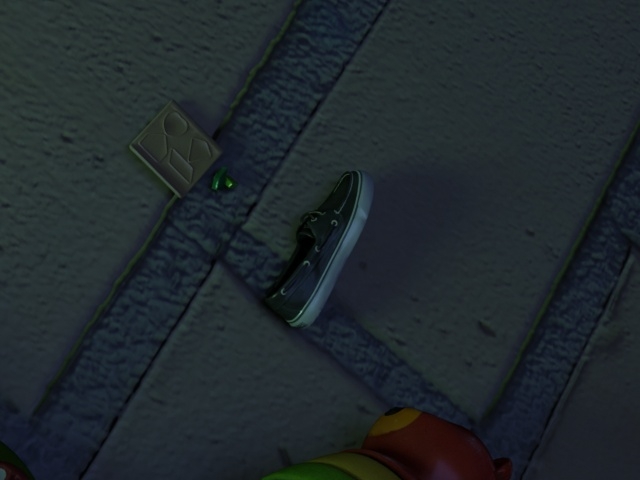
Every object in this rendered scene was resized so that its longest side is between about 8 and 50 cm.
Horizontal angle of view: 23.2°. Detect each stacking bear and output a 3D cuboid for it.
[{"bbox_3d":[0.018,0.217,1.129,0.289,0.175,0.164,-27,92,-41],"label":"stacking bear"}]

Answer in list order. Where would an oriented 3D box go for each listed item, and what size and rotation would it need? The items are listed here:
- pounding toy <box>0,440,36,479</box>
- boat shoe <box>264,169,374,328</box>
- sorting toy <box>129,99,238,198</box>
[{"bbox_3d":[-0.263,0.195,0.978,0.237,0.110,0.183,7,76,-31],"label":"pounding toy"},{"bbox_3d":[0.000,0.000,1.224,0.040,0.049,0.142,33,66,-22],"label":"boat shoe"},{"bbox_3d":[-0.101,-0.060,1.194,0.083,0.012,0.062,46,55,-12],"label":"sorting toy"}]
